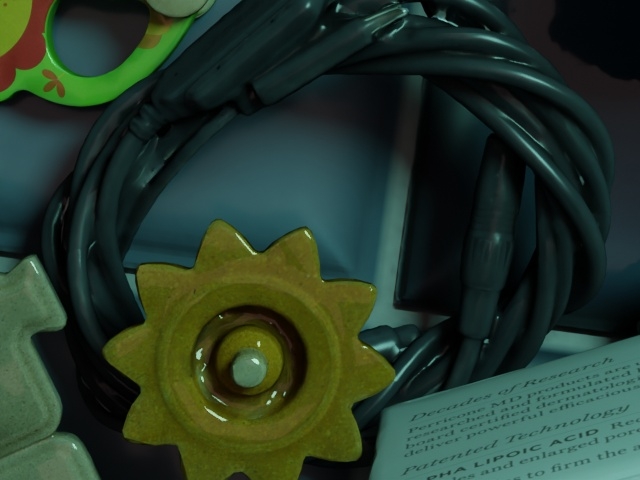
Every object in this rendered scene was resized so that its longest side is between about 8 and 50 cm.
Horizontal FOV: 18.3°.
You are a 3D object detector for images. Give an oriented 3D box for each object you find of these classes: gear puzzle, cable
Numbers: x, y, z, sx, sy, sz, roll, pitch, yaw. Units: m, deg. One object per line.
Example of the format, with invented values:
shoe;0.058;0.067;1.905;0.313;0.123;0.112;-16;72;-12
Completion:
gear puzzle;-0.140;0.077;0.610;0.339;0.044;0.175;-25;99;5
cable;0.000;0.000;0.630;0.184;0.047;0.150;-41;106;10

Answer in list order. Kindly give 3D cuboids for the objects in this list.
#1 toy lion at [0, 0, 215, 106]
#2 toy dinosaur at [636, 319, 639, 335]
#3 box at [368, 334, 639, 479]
toy lion;-0.097;-0.079;0.637;0.100;0.034;0.096;39;95;-2
toy dinosaur;0.207;-0.033;0.638;0.118;0.064;0.268;33;85;4
box;0.123;0.123;0.574;0.181;0.119;0.181;-16;101;9
